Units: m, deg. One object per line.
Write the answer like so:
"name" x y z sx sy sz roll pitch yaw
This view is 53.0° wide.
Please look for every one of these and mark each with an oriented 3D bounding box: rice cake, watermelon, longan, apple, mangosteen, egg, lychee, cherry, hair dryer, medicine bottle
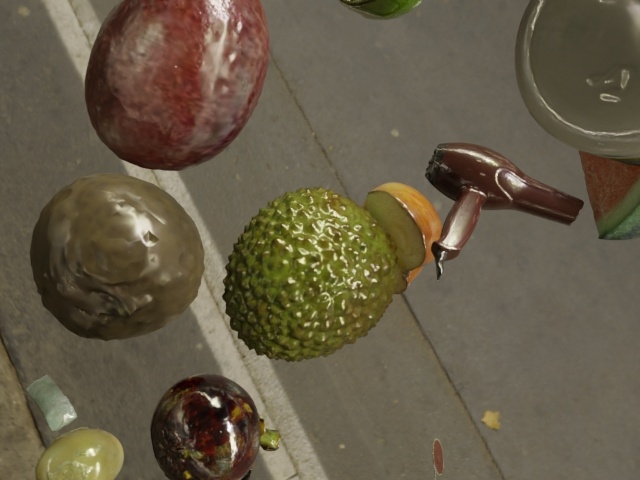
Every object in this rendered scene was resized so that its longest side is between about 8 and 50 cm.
"rice cake" -0.649 0.391 1.549 0.069 0.206 0.063 -34 121 -24
"watermelon" 0.620 -0.161 1.261 0.292 0.283 0.250 16 45 29
"longan" -0.466 0.040 1.466 0.390 0.391 0.392 6 68 -14
"apple" 0.210 -0.022 1.657 0.163 0.293 0.251 -31 78 -34
"mangosteen" -0.200 0.385 1.293 0.289 0.231 0.232 14 59 -52
"egg" -0.577 0.538 1.543 0.201 0.164 0.164 -9 72 -30
"lychee" -0.012 0.050 0.990 0.269 0.270 0.320 25 57 -5
"cherry" -0.166 -0.210 0.767 0.202 0.300 0.230 30 35 -4
"hair dryer" 0.318 -0.031 1.223 0.312 0.123 0.341 25 53 9
"medicine bottle" 0.373 -0.187 0.710 0.339 0.208 0.208 -3 66 -52

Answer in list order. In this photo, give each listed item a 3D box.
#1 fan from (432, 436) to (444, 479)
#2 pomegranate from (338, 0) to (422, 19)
"fan" 0.266 0.511 1.463 0.085 0.005 0.133 68 26 -23
"pomegranate" 0.120 -0.504 1.116 0.159 0.189 0.241 -3 90 -49
